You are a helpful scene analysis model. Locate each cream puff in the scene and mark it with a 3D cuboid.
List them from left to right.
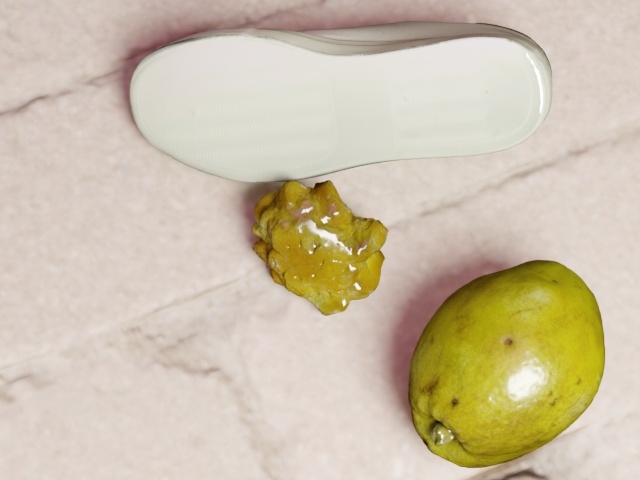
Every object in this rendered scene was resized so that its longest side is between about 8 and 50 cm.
[{"bbox_3d":[0.000,0.000,0.920,0.083,0.083,0.058,1,26,9],"label":"cream puff"}]

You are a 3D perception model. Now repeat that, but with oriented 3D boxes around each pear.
[{"bbox_3d":[0.107,0.071,0.866,0.107,0.107,0.131,35,66,11],"label":"pear"}]

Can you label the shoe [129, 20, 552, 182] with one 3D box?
[{"bbox_3d":[0.019,-0.092,0.949,0.265,0.110,0.095,2,106,18],"label":"shoe"}]
